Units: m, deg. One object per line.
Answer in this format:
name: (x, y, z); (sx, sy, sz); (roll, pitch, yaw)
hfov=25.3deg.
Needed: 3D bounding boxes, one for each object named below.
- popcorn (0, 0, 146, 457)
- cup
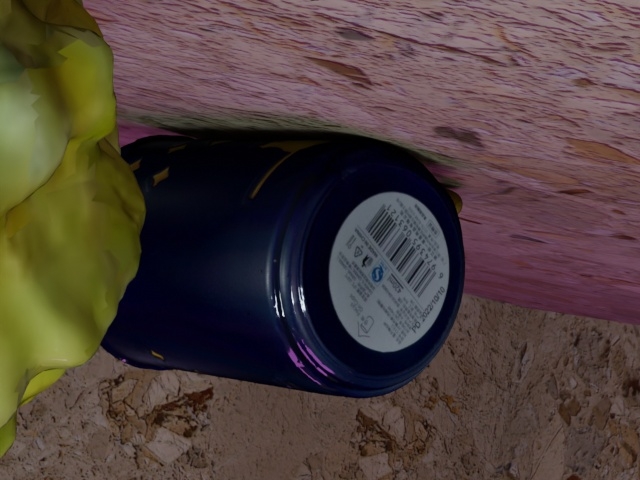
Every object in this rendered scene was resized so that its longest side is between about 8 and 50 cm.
popcorn: (-0.156, -0.032, 0.358); (0.212, 0.259, 0.259); (-8, 167, 30)
cup: (-0.014, -0.013, 1.005); (0.256, 0.255, 0.178); (3, 135, 50)
